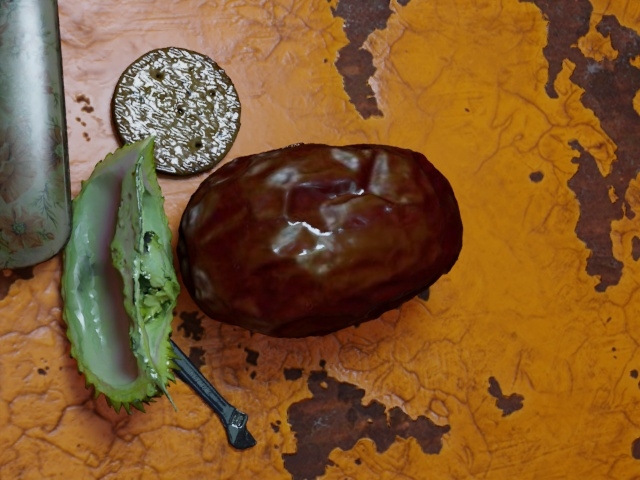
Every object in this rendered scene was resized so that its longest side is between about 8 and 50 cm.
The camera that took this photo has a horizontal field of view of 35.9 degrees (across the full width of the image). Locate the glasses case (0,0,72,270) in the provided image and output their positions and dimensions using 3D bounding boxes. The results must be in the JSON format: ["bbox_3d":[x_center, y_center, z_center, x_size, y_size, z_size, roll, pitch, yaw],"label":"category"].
[{"bbox_3d":[-0.413,-0.174,1.288,0.156,0.098,0.425,-4,91,-7],"label":"glasses case"}]

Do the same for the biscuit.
[{"bbox_3d":[-0.204,-0.183,1.411,0.188,0.027,0.188,2,84,-20],"label":"biscuit"}]

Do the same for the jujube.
[{"bbox_3d":[-0.001,0.000,1.350,0.377,0.276,0.276,-14,91,-21],"label":"jujube"}]

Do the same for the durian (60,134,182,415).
[{"bbox_3d":[-0.261,0.054,1.296,0.157,0.169,0.355,-4,81,-15],"label":"durian"}]

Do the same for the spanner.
[{"bbox_3d":[-0.163,0.218,1.403,0.046,0.012,0.208,-44,100,-16],"label":"spanner"}]
